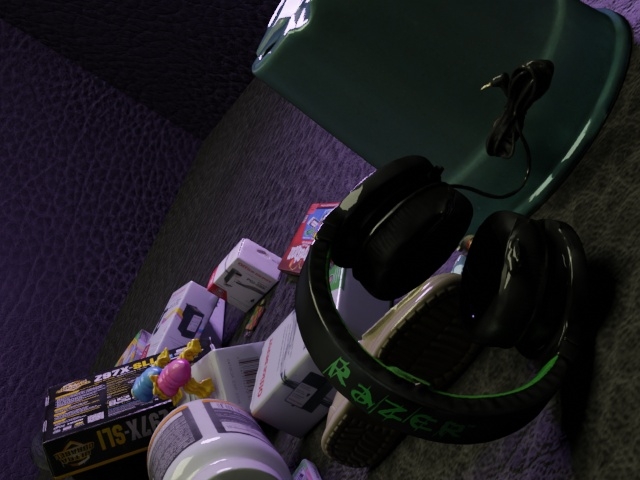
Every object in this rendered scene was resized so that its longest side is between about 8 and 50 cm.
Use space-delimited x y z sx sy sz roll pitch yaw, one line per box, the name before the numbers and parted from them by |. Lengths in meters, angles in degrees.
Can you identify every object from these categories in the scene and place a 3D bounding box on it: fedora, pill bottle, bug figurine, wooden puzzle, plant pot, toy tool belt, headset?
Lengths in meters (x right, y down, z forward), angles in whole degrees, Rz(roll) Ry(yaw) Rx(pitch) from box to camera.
fedora | -0.374 0.386 1.819 0.334 0.152 0.334 -12 16 4
pill bottle | -0.120 0.296 1.157 0.162 0.162 0.278 -60 14 -3
bug figurine | -0.211 0.278 1.434 0.216 0.072 0.279 -52 54 46
wooden puzzle | -0.126 0.151 1.852 0.083 0.006 0.049 -62 15 -10
plant pot | 0.121 -0.218 1.144 0.341 0.334 0.341 -54 15 22
toy tool belt | 0.171 0.040 1.053 0.051 0.052 0.083 25 87 44
headset | 0.134 -0.006 0.861 0.394 0.243 0.185 -60 -6 -46

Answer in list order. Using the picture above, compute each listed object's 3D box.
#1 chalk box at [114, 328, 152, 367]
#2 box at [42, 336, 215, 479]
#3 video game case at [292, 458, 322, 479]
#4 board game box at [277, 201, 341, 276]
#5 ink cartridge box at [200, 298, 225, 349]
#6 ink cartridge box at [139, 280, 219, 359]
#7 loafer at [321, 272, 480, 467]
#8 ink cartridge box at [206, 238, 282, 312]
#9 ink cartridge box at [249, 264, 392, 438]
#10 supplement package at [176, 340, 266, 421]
chalk box | -0.390 0.324 2.126 0.132 0.132 0.213 -53 15 21
box | -0.321 0.287 1.692 0.322 0.079 0.257 -17 14 -10
video game case | -0.051 0.385 1.127 0.212 0.023 0.193 -58 15 4
board game box | 0.000 0.000 1.703 0.145 0.027 0.281 -62 15 -7
ink cartridge box | -0.274 0.225 2.085 0.165 0.065 0.332 -55 15 17
ink cartridge box | -0.289 0.182 1.955 0.127 0.072 0.175 -31 32 60
loafer | 0.082 0.129 1.044 0.268 0.102 0.092 -53 22 23
ink cartridge box | -0.149 0.071 1.903 0.135 0.099 0.056 -46 20 43
ink cartridge box | 0.001 0.145 1.297 0.208 0.087 0.153 -48 19 33
supplement package | -0.143 0.235 1.485 0.179 0.105 0.105 -40 63 52
